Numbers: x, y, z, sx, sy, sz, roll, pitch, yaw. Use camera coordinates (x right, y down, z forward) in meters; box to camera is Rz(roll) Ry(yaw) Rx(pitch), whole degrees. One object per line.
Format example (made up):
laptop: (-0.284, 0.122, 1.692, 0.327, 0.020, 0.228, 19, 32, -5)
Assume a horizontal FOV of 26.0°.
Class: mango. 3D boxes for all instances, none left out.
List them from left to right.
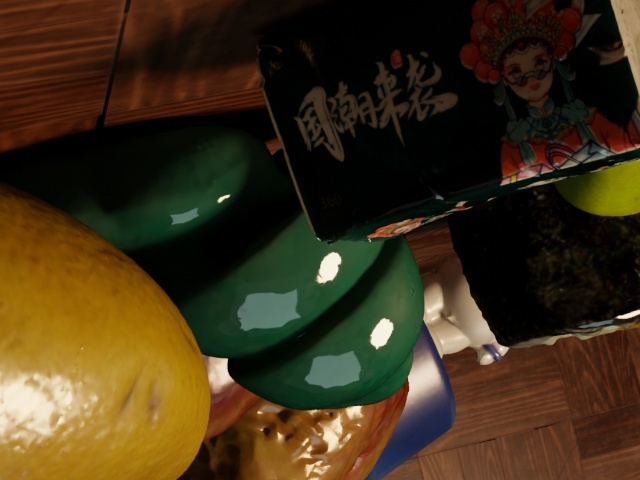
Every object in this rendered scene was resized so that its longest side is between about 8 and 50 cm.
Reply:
mango: (-0.200, 0.072, 0.644, 0.253, 0.182, 0.365, -21, 151, 32)
mango: (0.219, -0.067, 0.948, 0.117, 0.089, 0.163, -13, 173, -7)

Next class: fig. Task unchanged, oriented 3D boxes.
fig: (-0.115, 0.120, 1.273, 0.369, 0.286, 0.286, 31, 170, 6)

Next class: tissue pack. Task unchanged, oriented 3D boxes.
tissue pack: (0.067, -0.065, 0.592, 0.170, 0.103, 0.090, -17, 180, 37)

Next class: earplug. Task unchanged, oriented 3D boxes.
earplug: (-0.075, 0.024, 0.814, 0.257, 0.280, 0.164, -48, -166, 3)

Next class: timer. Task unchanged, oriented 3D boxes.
timer: (0.146, 0.073, 1.551, 0.384, 0.270, 0.270, -26, 176, -8)

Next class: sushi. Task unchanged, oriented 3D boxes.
sushi: (0.284, -0.012, 1.229, 0.350, 0.170, 0.211, -10, 175, -24)

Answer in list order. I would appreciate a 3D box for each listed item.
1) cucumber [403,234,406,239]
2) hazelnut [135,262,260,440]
cucumber: (0.000, 0.001, 1.209, 0.074, 0.074, 0.241, -16, 171, 26)
hazelnut: (-0.124, 0.059, 0.968, 0.204, 0.178, 0.178, -13, 174, -4)
